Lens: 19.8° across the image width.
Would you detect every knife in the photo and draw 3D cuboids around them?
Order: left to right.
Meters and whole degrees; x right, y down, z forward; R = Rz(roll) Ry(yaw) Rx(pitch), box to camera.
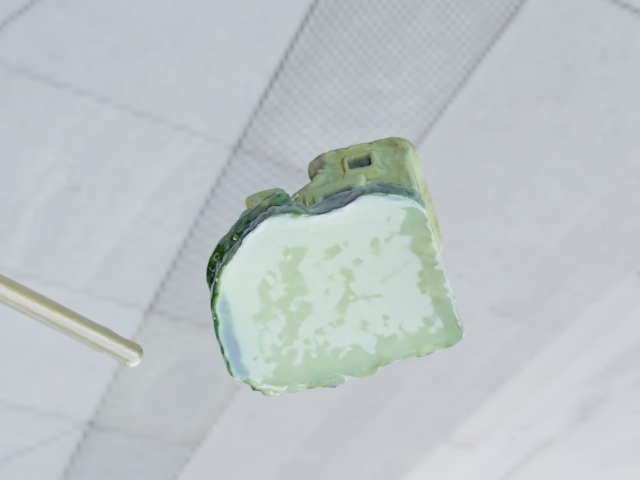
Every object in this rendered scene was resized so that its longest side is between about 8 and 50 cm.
[{"bbox_3d":[-0.233,0.004,1.080,0.298,0.017,0.047,30,-179,-25],"label":"knife"}]

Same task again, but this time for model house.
[{"bbox_3d":[0.000,0.000,1.628,0.214,0.189,0.195,-18,123,8],"label":"model house"}]
